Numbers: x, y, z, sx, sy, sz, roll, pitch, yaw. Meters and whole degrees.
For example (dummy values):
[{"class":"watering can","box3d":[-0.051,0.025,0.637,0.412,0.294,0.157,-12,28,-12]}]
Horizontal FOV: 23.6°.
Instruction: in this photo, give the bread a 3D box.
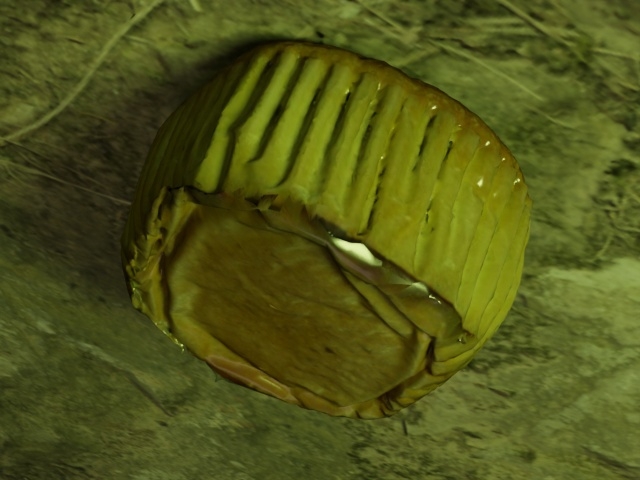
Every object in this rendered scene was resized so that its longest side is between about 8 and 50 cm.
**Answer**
[{"class":"bread","box3d":[0.000,0.000,0.928,0.227,0.142,0.253,26,154,-13]}]
